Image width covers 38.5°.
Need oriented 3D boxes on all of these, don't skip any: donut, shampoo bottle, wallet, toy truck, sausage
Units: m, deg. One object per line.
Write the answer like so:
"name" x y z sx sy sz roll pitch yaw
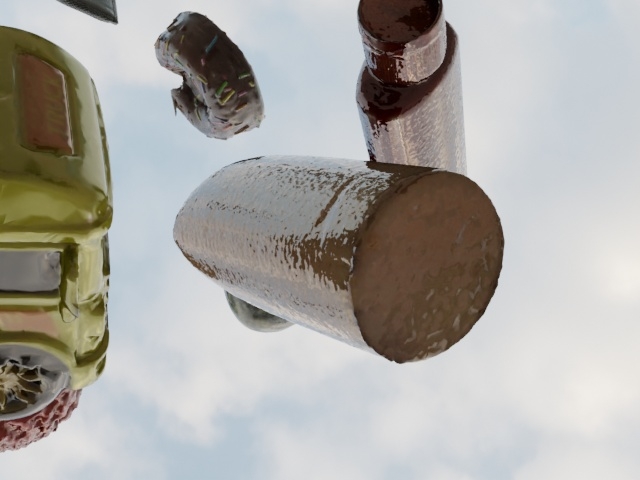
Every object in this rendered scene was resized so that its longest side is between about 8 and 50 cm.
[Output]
"donut" -0.192 -0.264 1.553 0.096 0.230 0.216 -36 -112 -23
"shampoo bottle" 0.075 -0.098 0.727 0.064 0.260 0.102 29 -108 22
"wallet" -0.413 -0.422 1.590 0.129 0.026 0.088 22 -143 -36
"toy truck" -0.311 -0.022 0.483 0.405 0.254 0.180 1 -131 -22
"sausage" 0.000 0.000 0.646 0.123 0.253 0.123 -7 -78 -33

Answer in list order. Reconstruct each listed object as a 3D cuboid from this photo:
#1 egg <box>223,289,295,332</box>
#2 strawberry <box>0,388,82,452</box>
"egg" -0.047 0.029 1.097 0.141 0.141 0.181 27 -124 0
"strawberry" -0.465 0.208 1.304 0.261 0.261 0.257 20 -82 -4
